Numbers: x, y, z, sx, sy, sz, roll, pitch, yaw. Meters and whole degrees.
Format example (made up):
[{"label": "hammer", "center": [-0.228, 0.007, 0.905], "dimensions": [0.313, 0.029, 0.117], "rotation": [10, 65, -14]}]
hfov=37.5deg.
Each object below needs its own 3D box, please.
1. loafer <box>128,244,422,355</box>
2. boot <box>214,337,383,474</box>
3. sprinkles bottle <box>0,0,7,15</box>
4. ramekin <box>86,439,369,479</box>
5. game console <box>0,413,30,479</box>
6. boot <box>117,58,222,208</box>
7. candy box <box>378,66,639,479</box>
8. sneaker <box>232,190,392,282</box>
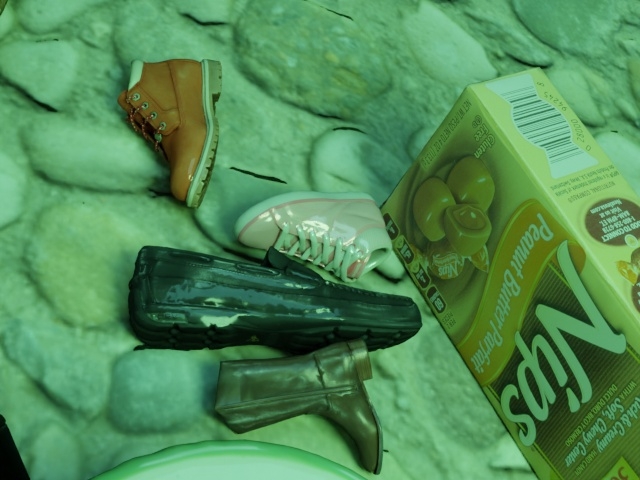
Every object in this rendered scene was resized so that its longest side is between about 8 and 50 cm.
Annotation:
[{"label": "loafer", "center": [-0.030, 0.041, 0.703], "dimensions": [0.223, 0.076, 0.078], "rotation": [5, 64, -16]}, {"label": "boot", "center": [-0.016, 0.128, 0.675], "dimensions": [0.114, 0.037, 0.107], "rotation": [-11, 95, -10]}, {"label": "sprinkles bottle", "center": [-0.288, -0.280, 0.780], "dimensions": [0.121, 0.121, 0.356], "rotation": [16, 53, -13]}, {"label": "ramekin", "center": [-0.053, 0.248, 0.475], "dimensions": [0.303, 0.148, 0.304], "rotation": [6, 65, -14]}, {"label": "game console", "center": [-0.253, 0.148, 0.576], "dimensions": [0.122, 0.071, 0.107], "rotation": [-26, 101, -34]}, {"label": "boot", "center": [-0.125, -0.090, 0.768], "dimensions": [0.084, 0.059, 0.158], "rotation": [7, 47, -16]}, {"label": "candy box", "center": [0.184, 0.048, 0.723], "dimensions": [0.087, 0.183, 0.317], "rotation": [-18, 67, -31]}, {"label": "sneaker", "center": [0.000, 0.000, 0.760], "dimensions": [0.134, 0.051, 0.070], "rotation": [-6, 56, -32]}]
